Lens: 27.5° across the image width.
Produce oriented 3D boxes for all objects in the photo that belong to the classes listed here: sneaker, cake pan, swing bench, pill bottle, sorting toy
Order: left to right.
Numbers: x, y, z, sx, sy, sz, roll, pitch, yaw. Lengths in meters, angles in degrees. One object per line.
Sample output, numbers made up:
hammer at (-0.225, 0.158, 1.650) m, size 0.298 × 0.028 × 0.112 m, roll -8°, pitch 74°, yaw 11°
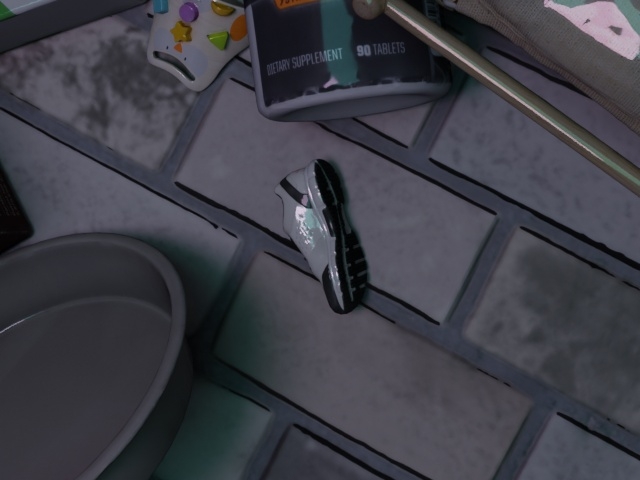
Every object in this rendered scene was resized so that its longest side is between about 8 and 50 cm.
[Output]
cake pan at (-0.209, 0.114, 0.866) m, size 0.293 × 0.293 × 0.054 m, roll -19°, pitch 126°, yaw 13°
sorting toy at (-0.092, -0.149, 0.932) m, size 0.083 × 0.045 × 0.075 m, roll 32°, pitch 118°, yaw 11°
sneaker at (0.000, 0.000, 0.914) m, size 0.044 × 0.040 × 0.109 m, roll -18°, pitch 83°, yaw 30°
pill bottle at (0.007, -0.207, 0.855) m, size 0.131 × 0.130 × 0.245 m, roll -8°, pitch 89°, yaw 14°
swing bench at (0.204, -0.163, 0.769) m, size 0.253 × 0.255 × 0.165 m, roll 38°, pitch 129°, yaw 10°

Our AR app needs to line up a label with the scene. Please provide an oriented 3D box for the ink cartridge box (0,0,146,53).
ink cartridge box at (-0.231, -0.251, 0.933) m, size 0.153 × 0.087 × 0.208 m, roll -18°, pitch 86°, yaw 13°

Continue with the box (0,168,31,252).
box at (-0.343, -0.037, 0.907) m, size 0.169 × 0.203 × 0.167 m, roll -28°, pitch 85°, yaw 12°
